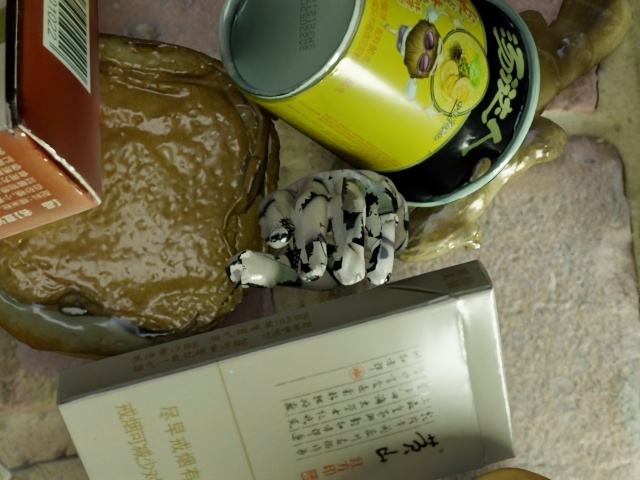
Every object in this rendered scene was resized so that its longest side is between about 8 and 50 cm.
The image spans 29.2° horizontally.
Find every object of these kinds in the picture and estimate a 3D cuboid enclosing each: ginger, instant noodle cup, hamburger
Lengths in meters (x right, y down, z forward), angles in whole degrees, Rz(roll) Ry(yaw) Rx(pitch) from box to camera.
[{"bbox_3d":[0.169,-0.121,1.157,0.148,0.081,0.333,30,82,-11],"label":"ginger"},{"bbox_3d":[0.042,-0.156,1.047,0.216,0.236,0.215,-12,69,35],"label":"instant noodle cup"},{"bbox_3d":[-0.181,-0.036,1.098,0.319,0.158,0.318,0,79,0],"label":"hamburger"}]

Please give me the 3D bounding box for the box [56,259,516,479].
[{"bbox_3d":[-0.020,0.151,1.057,0.365,0.051,0.204,-15,124,-2],"label":"box"}]

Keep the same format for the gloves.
[{"bbox_3d":[0.002,-0.008,1.024,0.128,0.212,0.111,1,80,20],"label":"gloves"}]

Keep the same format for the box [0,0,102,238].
[{"bbox_3d":[-0.377,-0.142,1.023,0.385,0.122,0.344,-18,56,16],"label":"box"}]

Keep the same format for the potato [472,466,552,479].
[{"bbox_3d":[0.179,0.312,1.054,0.150,0.146,0.233,-3,78,-29],"label":"potato"}]
